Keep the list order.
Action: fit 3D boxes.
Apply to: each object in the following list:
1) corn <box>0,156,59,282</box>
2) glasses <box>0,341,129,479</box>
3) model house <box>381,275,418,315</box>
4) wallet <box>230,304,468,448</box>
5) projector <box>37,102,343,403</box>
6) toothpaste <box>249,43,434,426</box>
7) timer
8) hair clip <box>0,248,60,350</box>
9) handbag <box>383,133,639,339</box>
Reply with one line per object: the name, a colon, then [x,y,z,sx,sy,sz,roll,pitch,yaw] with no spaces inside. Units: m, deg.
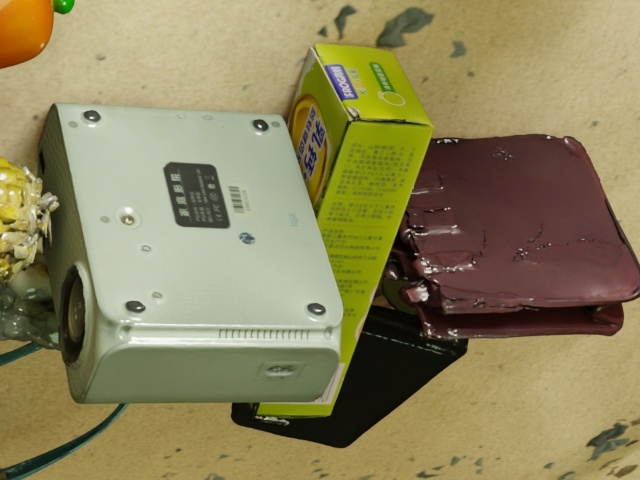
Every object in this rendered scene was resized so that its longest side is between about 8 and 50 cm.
corn: [-0.355,-0.040,1.383,0.317,0.115,0.115,15,135,-15]
glasses: [-0.276,0.138,1.726,0.220,0.088,0.190,-38,142,-5]
model house: [0.107,0.051,1.752,0.078,0.066,0.083,-32,160,3]
wallet: [0.022,0.126,1.750,0.149,0.044,0.250,14,147,-22]
projector: [-0.108,0.006,1.442,0.198,0.250,0.108,2,140,-22]
toothpaste: [0.000,0.000,1.543,0.077,0.110,0.327,3,127,-22]
timer: [-0.229,-0.179,1.292,0.136,0.099,0.136,-20,154,-10]
hair clip: [-0.293,0.035,1.528,0.321,0.138,0.091,3,109,-23]
handbag: [0.149,-0.002,1.570,0.216,0.203,0.074,-3,136,-21]
